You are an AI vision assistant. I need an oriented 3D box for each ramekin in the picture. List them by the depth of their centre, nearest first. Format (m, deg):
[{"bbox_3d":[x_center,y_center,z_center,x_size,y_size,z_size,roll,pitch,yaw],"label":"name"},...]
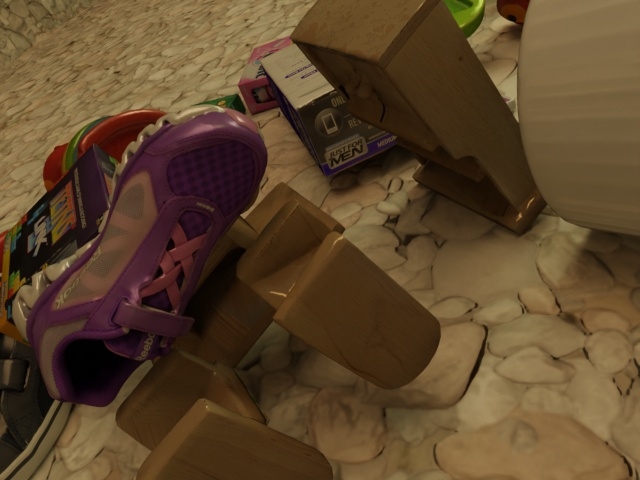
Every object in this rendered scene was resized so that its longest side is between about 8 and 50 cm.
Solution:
[{"bbox_3d":[0.276,-0.130,0.458,0.135,0.277,0.277,8,47,47],"label":"ramekin"}]

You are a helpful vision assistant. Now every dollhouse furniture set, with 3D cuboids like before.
[{"bbox_3d":[0.000,0.000,0.557,0.394,0.256,0.362,-51,38,0],"label":"dollhouse furniture set"}]

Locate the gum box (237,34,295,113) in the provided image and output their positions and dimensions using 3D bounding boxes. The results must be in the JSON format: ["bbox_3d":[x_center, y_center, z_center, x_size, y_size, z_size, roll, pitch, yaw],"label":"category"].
[{"bbox_3d":[-0.081,-0.316,1.073,0.107,0.062,0.188,-13,37,16],"label":"gum box"}]

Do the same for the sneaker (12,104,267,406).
[{"bbox_3d":[-0.112,0.021,0.377,0.236,0.095,0.105,-47,43,14],"label":"sneaker"}]

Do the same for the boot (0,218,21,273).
[{"bbox_3d":[-0.464,0.083,0.780,0.244,0.088,0.176,-41,38,-9],"label":"boot"}]

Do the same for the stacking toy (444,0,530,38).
[{"bbox_3d":[0.206,-0.395,0.914,0.279,0.130,0.309,-43,56,-6],"label":"stacking toy"}]

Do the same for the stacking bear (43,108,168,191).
[{"bbox_3d":[-0.335,-0.110,0.893,0.288,0.175,0.164,2,45,43],"label":"stacking bear"}]

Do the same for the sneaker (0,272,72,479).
[{"bbox_3d":[-0.331,0.117,0.623,0.126,0.128,0.321,-11,39,16],"label":"sneaker"}]

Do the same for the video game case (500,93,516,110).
[{"bbox_3d":[0.162,-0.174,0.789,0.143,0.019,0.157,-31,35,-9],"label":"video game case"}]

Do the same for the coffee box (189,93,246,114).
[{"bbox_3d":[-0.216,-0.190,1.012,0.113,0.040,0.184,-7,39,24],"label":"coffee box"}]

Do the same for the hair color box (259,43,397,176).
[{"bbox_3d":[0.033,-0.228,0.835,0.185,0.110,0.339,-25,28,0],"label":"hair color box"}]

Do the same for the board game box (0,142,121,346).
[{"bbox_3d":[-0.240,-0.002,0.546,0.141,0.048,0.170,-46,38,4],"label":"board game box"}]
